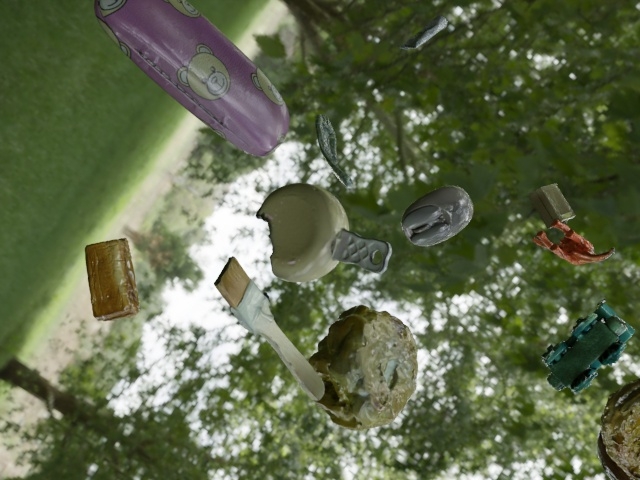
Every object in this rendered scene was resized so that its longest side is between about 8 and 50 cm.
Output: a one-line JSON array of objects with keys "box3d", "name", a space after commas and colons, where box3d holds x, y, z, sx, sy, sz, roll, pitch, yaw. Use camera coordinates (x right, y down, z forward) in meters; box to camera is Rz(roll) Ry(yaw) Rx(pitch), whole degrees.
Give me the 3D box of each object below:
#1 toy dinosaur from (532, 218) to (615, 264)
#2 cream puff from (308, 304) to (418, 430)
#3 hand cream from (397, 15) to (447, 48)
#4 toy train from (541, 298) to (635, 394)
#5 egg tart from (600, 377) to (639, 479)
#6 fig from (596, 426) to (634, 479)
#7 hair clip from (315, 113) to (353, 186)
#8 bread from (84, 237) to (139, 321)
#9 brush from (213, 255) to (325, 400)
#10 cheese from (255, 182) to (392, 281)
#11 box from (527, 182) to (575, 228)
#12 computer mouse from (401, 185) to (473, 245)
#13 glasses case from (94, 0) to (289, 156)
[{"box3d": [0.434, 0.008, 1.410, 0.055, 0.101, 0.279, -53, -162, 3], "name": "toy dinosaur"}, {"box3d": [0.096, 0.344, 2.165, 0.257, 0.324, 0.291, -13, -167, 40], "name": "cream puff"}, {"box3d": [0.143, -0.278, 1.074, 0.030, 0.019, 0.093, 14, -133, 42], "name": "hand cream"}, {"box3d": [0.562, 0.229, 1.671, 0.203, 0.112, 0.163, -50, 160, 22], "name": "toy train"}, {"box3d": [0.524, 0.262, 1.127, 0.098, 0.232, 0.252, -45, 167, -54], "name": "egg tart"}, {"box3d": [0.669, 0.472, 1.683, 0.148, 0.149, 0.202, -8, -96, 43], "name": "fig"}, {"box3d": [0.024, -0.176, 1.585, 0.036, 0.066, 0.229, -31, -138, 13], "name": "hair clip"}, {"box3d": [-0.330, 0.061, 1.252, 0.074, 0.132, 0.053, -16, 165, 3], "name": "bread"}, {"box3d": [-0.079, 0.166, 1.365, 0.020, 0.336, 0.085, -12, -143, 32], "name": "brush"}, {"box3d": [0.007, -0.019, 1.236, 0.249, 0.071, 0.163, -8, -108, 38], "name": "cheese"}, {"box3d": [0.455, -0.066, 1.557, 0.035, 0.083, 0.079, -36, 166, 37], "name": "box"}, {"box3d": [0.152, -0.030, 1.020, 0.096, 0.066, 0.039, -29, -166, -6], "name": "computer mouse"}, {"box3d": [-0.166, -0.239, 1.082, 0.076, 0.316, 0.123, -28, -148, 39], "name": "glasses case"}]
